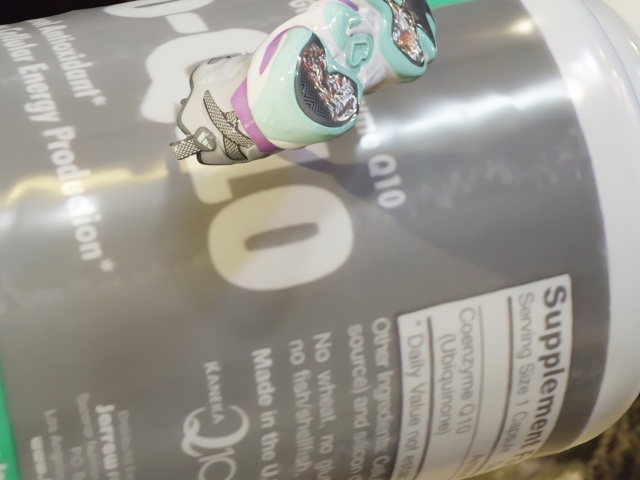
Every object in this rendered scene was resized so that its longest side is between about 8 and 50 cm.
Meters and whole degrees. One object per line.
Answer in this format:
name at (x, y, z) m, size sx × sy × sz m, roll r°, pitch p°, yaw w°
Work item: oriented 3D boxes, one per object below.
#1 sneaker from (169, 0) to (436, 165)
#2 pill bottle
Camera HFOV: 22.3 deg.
sneaker at (-0.011, -0.049, 0.477) m, size 0.069 × 0.038 × 0.098 m, roll -17°, pitch 13°, yaw 34°
pill bottle at (0.000, 0.000, 0.616) m, size 0.361 × 0.204 × 0.204 m, roll -14°, pitch -31°, yaw -19°
